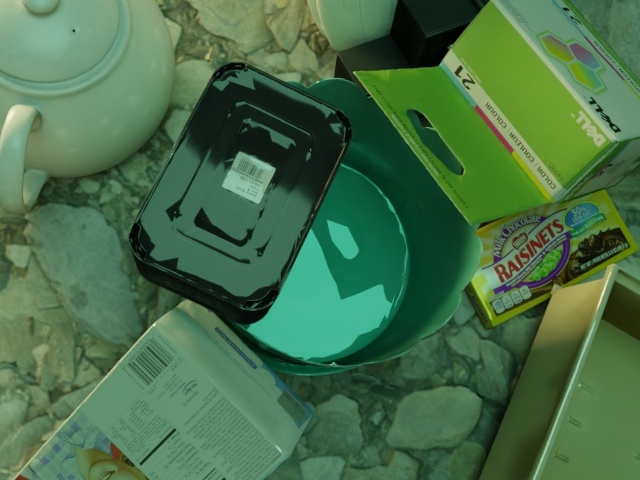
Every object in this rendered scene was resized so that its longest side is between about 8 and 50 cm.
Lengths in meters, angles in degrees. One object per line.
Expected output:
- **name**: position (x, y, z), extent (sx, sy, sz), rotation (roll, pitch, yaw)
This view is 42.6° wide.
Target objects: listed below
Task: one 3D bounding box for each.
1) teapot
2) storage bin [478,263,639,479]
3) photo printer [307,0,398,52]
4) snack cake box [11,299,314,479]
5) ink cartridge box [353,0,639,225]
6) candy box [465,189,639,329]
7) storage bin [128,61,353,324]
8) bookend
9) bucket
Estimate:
- **teapot**: position (-0.262, -0.188, 0.803), extent (0.252, 0.187, 0.256), rotation (-36, 86, -15)
- **storage bin**: position (0.324, 0.207, 0.835), extent (0.260, 0.123, 0.262), rotation (29, 73, -9)
- **photo printer**: position (0.119, -0.342, 0.876), extent (0.307, 0.256, 0.107), rotation (-29, 64, -14)
- **snack cake box**: position (-0.152, 0.195, 0.715), extent (0.152, 0.089, 0.264), rotation (45, 108, 1)
- **ink cartridge box**: position (0.187, -0.129, 0.762), extent (0.255, 0.097, 0.189), rotation (-16, 64, -43)
- **candy box**: position (0.251, 0.010, 0.929), extent (0.206, 0.027, 0.105), rotation (-25, 80, -15)
- **storage bin**: position (-0.064, -0.036, 0.666), extent (0.122, 0.084, 0.180), rotation (26, 75, -2)
- **bookend**: position (0.091, -0.195, 0.877), extent (0.156, 0.157, 0.072), rotation (-22, 68, -15)
- **bucket**: position (0.000, 0.000, 0.807), extent (0.281, 0.183, 0.281), rotation (2, 76, -9)
